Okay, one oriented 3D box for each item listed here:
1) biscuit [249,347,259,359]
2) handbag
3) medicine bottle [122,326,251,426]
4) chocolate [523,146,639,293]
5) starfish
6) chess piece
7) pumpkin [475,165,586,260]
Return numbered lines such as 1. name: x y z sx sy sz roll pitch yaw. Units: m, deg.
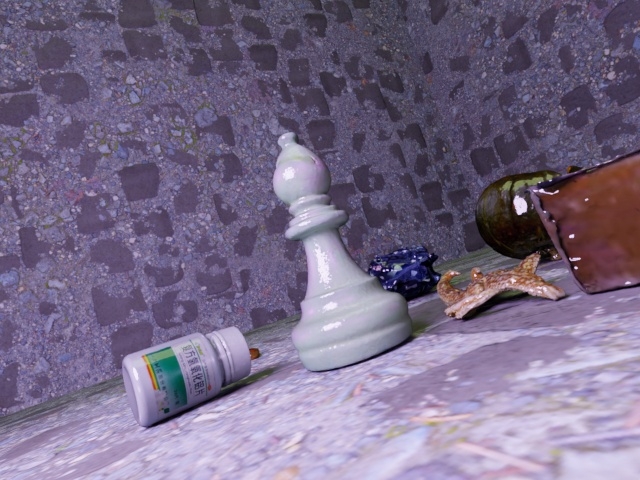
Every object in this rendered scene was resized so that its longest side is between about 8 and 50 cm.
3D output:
1. biscuit: -0.177 0.231 0.769 0.129 0.019 0.119 -13 -9 -39
2. handbag: 0.184 0.084 0.929 0.161 0.113 0.260 -12 -14 0
3. medicine bottle: -0.153 0.152 0.470 0.130 0.081 0.080 -13 -8 -35
4. chocolate: 0.340 -0.030 0.434 0.320 0.112 0.111 -10 -9 -44
5. starfish: 0.208 0.061 0.482 0.150 0.053 0.209 -30 0 -14
6. chess piece: 0.000 0.000 0.473 0.138 0.272 0.139 -19 -7 -2
7. pumpkin: 0.411 -0.041 0.742 0.237 0.160 0.238 4 -11 1
